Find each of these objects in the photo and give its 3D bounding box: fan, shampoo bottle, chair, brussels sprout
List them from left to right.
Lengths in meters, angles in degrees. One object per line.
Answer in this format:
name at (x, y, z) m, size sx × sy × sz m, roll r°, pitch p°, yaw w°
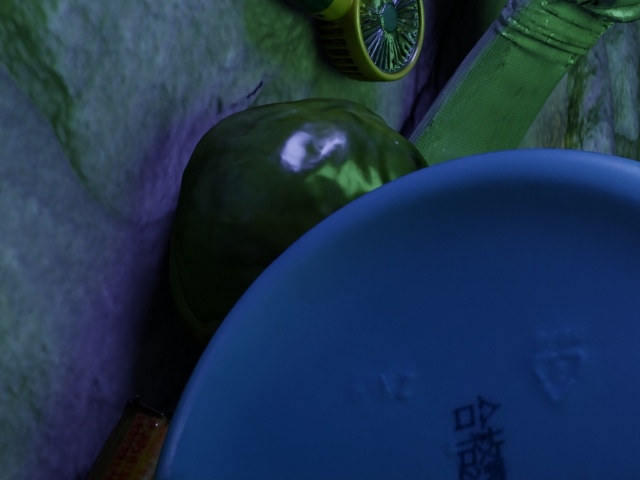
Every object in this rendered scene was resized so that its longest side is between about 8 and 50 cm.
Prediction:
brussels sprout at (-0.001, -0.008, 0.694) m, size 0.183 × 0.131 × 0.146 m, roll 0°, pitch 84°, yaw -41°
fan at (0.011, -0.154, 0.783) m, size 0.155 × 0.039 × 0.082 m, roll 24°, pitch 74°, yaw -52°
chair at (0.156, -0.211, 0.917) m, size 0.186 × 0.319 × 0.160 m, roll 54°, pitch 26°, yaw 21°
shampoo bottle at (0.136, 0.167, 0.607) m, size 0.342 × 0.331 × 0.331 m, roll 39°, pitch 62°, yaw -51°

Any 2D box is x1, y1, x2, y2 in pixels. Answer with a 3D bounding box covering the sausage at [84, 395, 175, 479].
sausage at (-0.142, 0.247, 0.569) m, size 0.082 × 0.082 × 0.372 m, roll 57°, pitch 49°, yaw -41°
